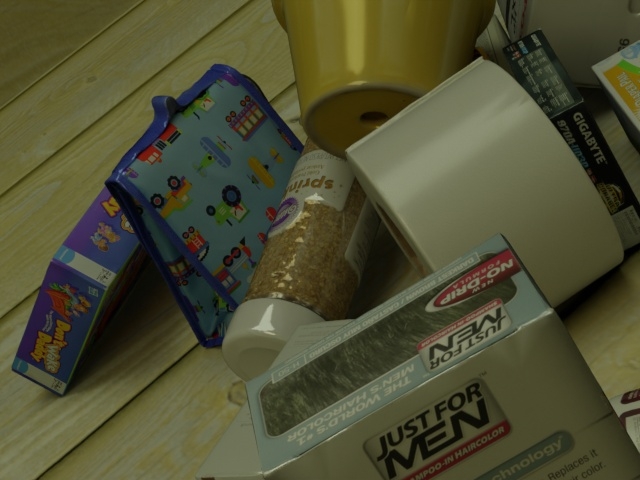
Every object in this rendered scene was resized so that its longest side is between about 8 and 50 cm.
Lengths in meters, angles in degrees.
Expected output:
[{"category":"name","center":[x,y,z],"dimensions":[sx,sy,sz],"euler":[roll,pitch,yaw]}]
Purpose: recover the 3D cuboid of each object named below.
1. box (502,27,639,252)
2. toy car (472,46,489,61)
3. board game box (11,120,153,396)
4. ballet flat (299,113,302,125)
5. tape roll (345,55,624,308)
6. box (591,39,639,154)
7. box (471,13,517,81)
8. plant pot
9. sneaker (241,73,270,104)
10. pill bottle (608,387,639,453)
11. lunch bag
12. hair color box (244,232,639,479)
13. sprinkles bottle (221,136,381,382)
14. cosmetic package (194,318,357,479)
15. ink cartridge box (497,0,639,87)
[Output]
[{"category":"box","center":[0.265,-0.105,1.550],"dimensions":[0.051,0.175,0.220],"euler":[-28,25,10]},{"category":"toy car","center":[0.172,-0.235,1.761],"dimensions":[0.060,0.040,0.122],"euler":[-41,26,-18]},{"category":"board game box","center":[-0.269,0.006,1.956],"dimensions":[0.233,0.078,0.347],"euler":[-60,1,45]},{"category":"ballet flat","center":[0.061,-0.244,2.150],"dimensions":[0.248,0.086,0.086],"euler":[-23,27,22]},{"category":"tape roll","center":[0.159,-0.031,1.464],"dimensions":[0.169,0.246,0.246],"euler":[-35,25,-1]},{"category":"box","center":[0.376,-0.135,1.554],"dimensions":[0.114,0.103,0.203],"euler":[-30,25,8]},{"category":"box","center":[0.186,-0.138,1.763],"dimensions":[0.148,0.121,0.311],"euler":[-27,26,15]},{"category":"plant pot","center":[0.065,-0.224,1.624],"dimensions":[0.254,0.254,0.239],"euler":[-16,57,33]},{"category":"sneaker","center":[-0.122,-0.098,1.954],"dimensions":[0.086,0.226,0.163],"euler":[-21,10,-38]},{"category":"pill bottle","center":[0.282,0.162,1.117],"dimensions":[0.221,0.121,0.121],"euler":[-21,28,25]},{"category":"lunch bag","center":[-0.110,-0.050,1.754],"dimensions":[0.138,0.293,0.221],"euler":[-1,40,49]},{"category":"hair color box","center":[0.131,0.202,0.924],"dimensions":[0.185,0.374,0.113],"euler":[-31,25,5]},{"category":"sprinkles bottle","center":[0.000,0.000,1.668],"dimensions":[0.121,0.121,0.355],"euler":[-13,43,37]},{"category":"cosmetic package","center":[-0.014,0.187,1.401],"dimensions":[0.085,0.117,0.231],"euler":[-8,31,32]},{"category":"ink cartridge box","center":[0.321,-0.391,1.826],"dimensions":[0.166,0.285,0.395],"euler":[4,28,-3]}]
